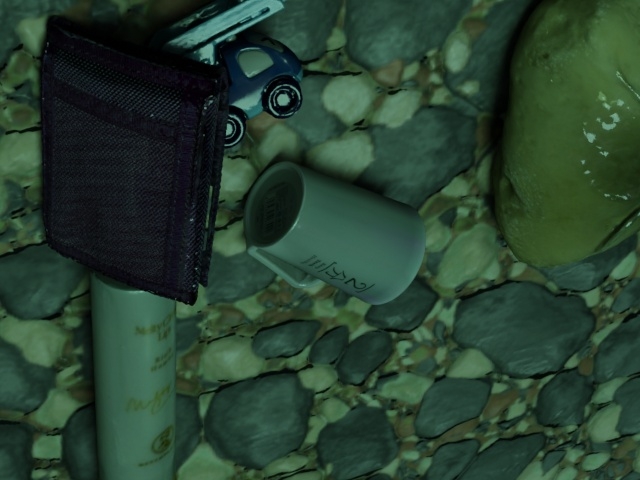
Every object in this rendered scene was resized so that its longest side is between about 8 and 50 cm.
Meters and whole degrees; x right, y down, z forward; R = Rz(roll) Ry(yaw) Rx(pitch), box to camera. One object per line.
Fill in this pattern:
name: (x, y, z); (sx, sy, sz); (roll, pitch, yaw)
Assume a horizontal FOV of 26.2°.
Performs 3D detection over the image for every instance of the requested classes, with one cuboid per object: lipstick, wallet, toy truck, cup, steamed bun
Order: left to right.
wallet: (-0.114, -0.043, 0.808); (0.111, 0.030, 0.166); (16, 128, 10)
lipstick: (-0.129, 0.112, 0.960); (0.059, 0.059, 0.264); (-14, 134, -21)
toy truck: (-0.031, -0.115, 0.818); (0.136, 0.063, 0.074); (-29, 117, -8)
cup: (0.000, 0.000, 0.940); (0.116, 0.074, 0.104); (22, 143, -38)
steamed bun: (0.211, -0.080, 0.962); (0.231, 0.110, 0.212); (-42, 137, 5)
